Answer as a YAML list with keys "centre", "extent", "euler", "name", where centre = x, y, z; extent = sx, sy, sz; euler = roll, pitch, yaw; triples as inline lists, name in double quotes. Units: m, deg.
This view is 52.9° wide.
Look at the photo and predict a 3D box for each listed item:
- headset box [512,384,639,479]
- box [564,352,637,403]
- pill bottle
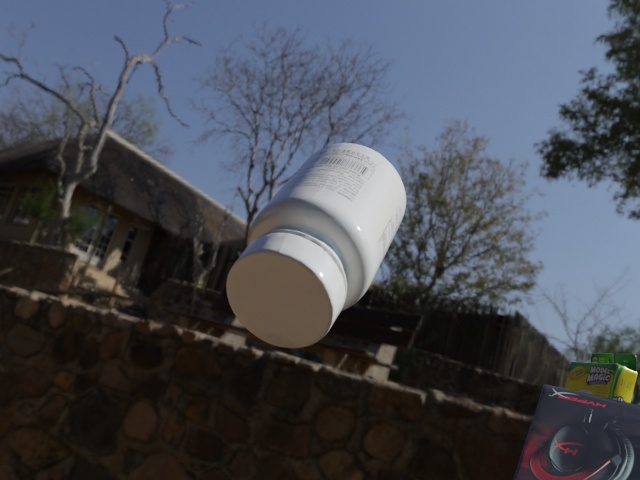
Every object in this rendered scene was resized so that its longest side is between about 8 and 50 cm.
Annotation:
- centre: [0.280, 0.278, 0.578]
  extent: [0.218, 0.110, 0.293]
  euler: [8, 28, 28]
  name: "headset box"
- centre: [0.394, 0.245, 0.931]
  extent: [0.043, 0.179, 0.105]
  euler: [25, -15, -10]
  name: "box"
- centre: [0.000, 0.000, 0.651]
  extent: [0.131, 0.229, 0.131]
  euler: [10, -58, 16]
  name: "pill bottle"
